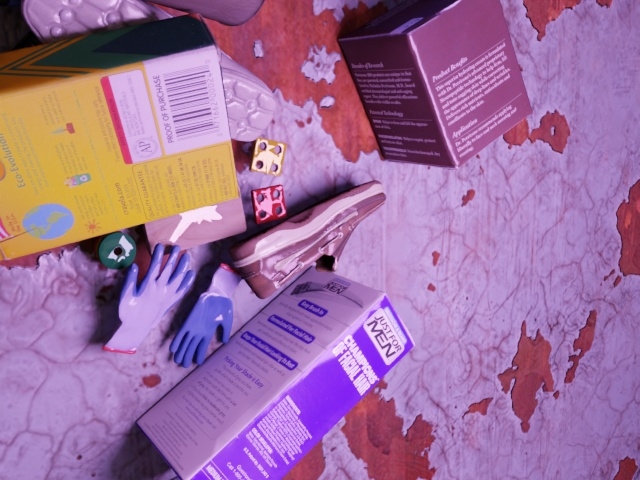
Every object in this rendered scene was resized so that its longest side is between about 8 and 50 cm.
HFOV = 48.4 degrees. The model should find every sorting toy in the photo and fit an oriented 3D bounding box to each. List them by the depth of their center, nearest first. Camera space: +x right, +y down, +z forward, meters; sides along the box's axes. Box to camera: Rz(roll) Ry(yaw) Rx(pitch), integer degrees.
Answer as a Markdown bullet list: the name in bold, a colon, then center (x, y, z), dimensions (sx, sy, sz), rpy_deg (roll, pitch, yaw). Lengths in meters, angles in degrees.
- **sorting toy**: center (-0.166, -0.063, 0.916), dimensions (0.274, 0.046, 0.132), rpy_deg (-18, 109, -28)

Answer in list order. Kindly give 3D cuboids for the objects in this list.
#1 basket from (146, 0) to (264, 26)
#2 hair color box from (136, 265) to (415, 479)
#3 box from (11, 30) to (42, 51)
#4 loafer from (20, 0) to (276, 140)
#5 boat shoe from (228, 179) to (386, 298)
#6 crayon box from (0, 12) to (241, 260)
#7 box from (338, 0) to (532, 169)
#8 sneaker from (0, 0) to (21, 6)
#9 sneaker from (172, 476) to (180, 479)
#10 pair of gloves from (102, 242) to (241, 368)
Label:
- **basket**: center (-0.174, -0.319, 0.688), dimensions (0.226, 0.154, 0.205), rpy_deg (-14, 99, -48)
- **hair color box**: center (-0.059, 0.192, 0.953), dimensions (0.339, 0.185, 0.110), rpy_deg (-42, 119, -18)
- **box**: center (-0.305, -0.191, 0.771), dimensions (0.062, 0.083, 0.052), rpy_deg (-34, 123, 23)
- **loafer**: center (-0.192, -0.209, 0.820), dimensions (0.319, 0.111, 0.112), rpy_deg (26, 106, -43)
- **boat shoe**: center (-0.004, 0.001, 0.991), dimensions (0.257, 0.095, 0.095), rpy_deg (-28, 96, -27)
- **crayon box**: center (-0.255, -0.100, 0.742), dimensions (0.318, 0.081, 0.202), rpy_deg (-16, 138, -13)
- **box**: center (0.165, -0.233, 1.019), dimensions (0.168, 0.167, 0.203), rpy_deg (-35, 116, -21)
- **sneaker**: center (-0.342, -0.389, 0.693), dimensions (0.147, 0.129, 0.330), rpy_deg (-32, 115, -26)
- **sneaker**: center (-0.244, 0.423, 0.919), dimensions (0.365, 0.210, 0.138), rpy_deg (-4, 104, 4)
- **pair of gloves**: center (-0.182, 0.089, 0.924), dimensions (0.198, 0.023, 0.159), rpy_deg (22, 101, -47)
